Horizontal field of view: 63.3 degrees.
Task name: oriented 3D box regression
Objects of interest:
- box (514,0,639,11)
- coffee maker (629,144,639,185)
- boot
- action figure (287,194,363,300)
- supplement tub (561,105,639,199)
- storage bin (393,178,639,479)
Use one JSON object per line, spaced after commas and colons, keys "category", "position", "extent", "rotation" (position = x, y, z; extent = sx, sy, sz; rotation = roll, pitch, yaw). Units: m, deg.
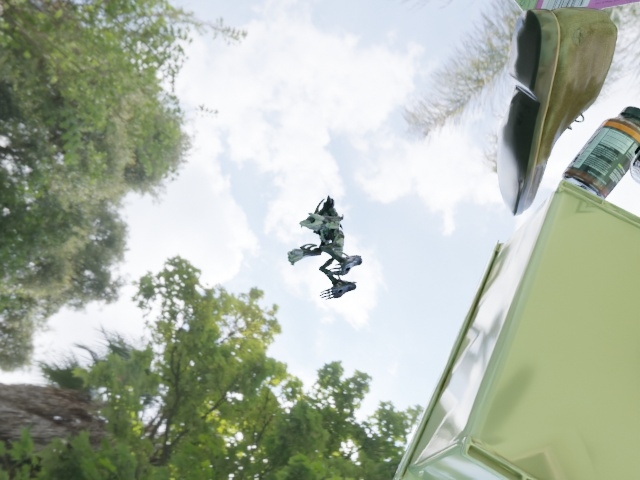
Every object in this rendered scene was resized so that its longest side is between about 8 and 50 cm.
{"category": "box", "position": [0.392, -0.482, 0.822], "extent": [0.214, 0.117, 0.242], "rotation": [-13, -122, -7]}
{"category": "coffee maker", "position": [0.498, -0.055, 0.670], "extent": [0.120, 0.178, 0.171], "rotation": [-35, -86, 30]}
{"category": "boot", "position": [0.316, -0.159, 0.710], "extent": [0.115, 0.305, 0.112], "rotation": [-8, -138, -4]}
{"category": "action figure", "position": [0.000, 0.000, 1.233], "extent": [0.141, 0.164, 0.275], "rotation": [-1, -141, -19]}
{"category": "supplement tub", "position": [0.616, -0.187, 1.105], "extent": [0.106, 0.106, 0.197], "rotation": [39, -87, 29]}
{"category": "storage bin", "position": [0.240, 0.125, 0.402], "extent": [0.261, 0.123, 0.262], "rotation": [29, -123, 8]}
